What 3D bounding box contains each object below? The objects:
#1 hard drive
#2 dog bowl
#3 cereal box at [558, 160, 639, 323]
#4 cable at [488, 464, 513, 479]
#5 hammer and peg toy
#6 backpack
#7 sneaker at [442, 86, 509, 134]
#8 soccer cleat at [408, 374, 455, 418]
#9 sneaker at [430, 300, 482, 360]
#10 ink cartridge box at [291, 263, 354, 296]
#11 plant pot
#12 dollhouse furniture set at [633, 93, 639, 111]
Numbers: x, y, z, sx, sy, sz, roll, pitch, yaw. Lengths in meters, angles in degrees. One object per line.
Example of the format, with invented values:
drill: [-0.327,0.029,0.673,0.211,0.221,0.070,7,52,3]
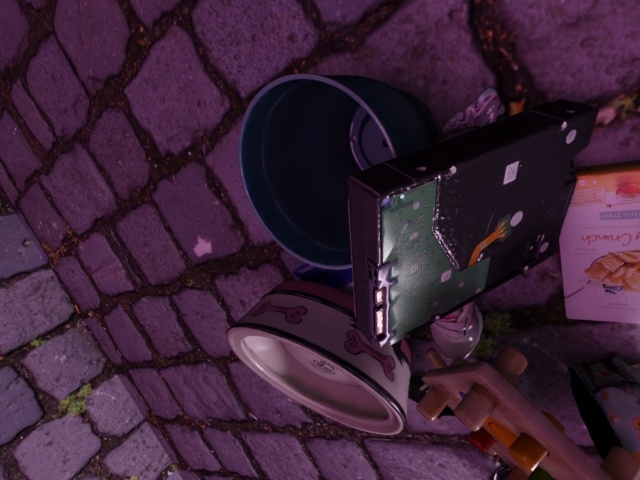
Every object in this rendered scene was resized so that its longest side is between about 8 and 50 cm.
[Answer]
hard drive: [0.193,-0.023,0.524,0.064,0.338,0.237,43,149,46]
dog bowl: [0.009,0.244,0.875,0.407,0.150,0.408,22,147,15]
cereal box: [0.444,0.008,0.585,0.172,0.047,0.240,-3,112,38]
cable: [0.461,0.557,0.875,0.184,0.047,0.151,25,121,26]
hammer and peg toy: [0.278,0.305,0.665,0.266,0.127,0.361,44,163,11]
backpack: [0.482,0.284,0.613,0.144,0.188,0.166,-18,101,24]
sneaker: [0.244,-0.180,0.634,0.069,0.038,0.098,53,132,1]
soccer cleat: [0.241,0.345,0.892,0.178,0.072,0.060,3,115,34]
sneaker: [0.236,0.125,0.753,0.102,0.111,0.253,5,116,34]
ink cartridge box: [0.073,0.115,0.855,0.224,0.045,0.223,43,137,-17]
plant pot: [0.055,-0.133,0.647,0.271,0.255,0.272,18,124,29]
dollhouse furniture set: [0.470,-0.155,0.426,0.183,0.129,0.129,34,129,16]
